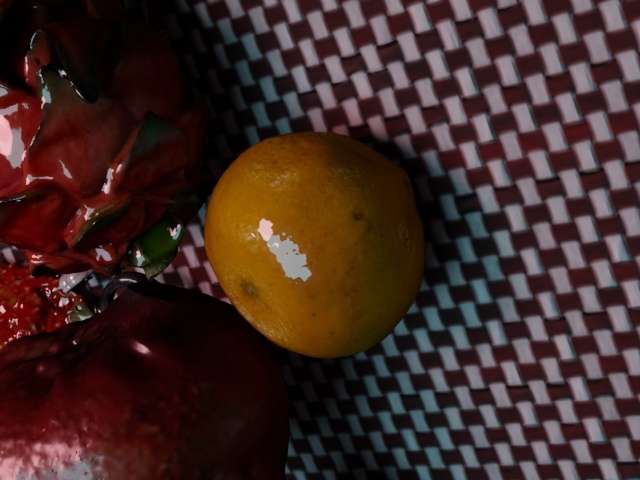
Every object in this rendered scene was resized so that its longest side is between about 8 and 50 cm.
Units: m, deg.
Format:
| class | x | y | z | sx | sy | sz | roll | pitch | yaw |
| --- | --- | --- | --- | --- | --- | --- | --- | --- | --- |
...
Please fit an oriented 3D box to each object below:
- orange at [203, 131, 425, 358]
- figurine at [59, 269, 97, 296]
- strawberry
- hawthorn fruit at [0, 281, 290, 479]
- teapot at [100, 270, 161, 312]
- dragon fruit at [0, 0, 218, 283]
| class | x | y | z | sx | sy | sz | roll | pitch | yaw |
| --- | --- | --- | --- | --- | --- | --- | --- | --- | --- |
| orange | 0.000 | 0.000 | 0.889 | 0.155 | 0.134 | 0.154 | 41 | 155 | 24 |
| figurine | -0.233 | -0.015 | 1.110 | 0.129 | 0.054 | 0.072 | 49 | 149 | -5 |
| strawberry | -0.279 | 0.112 | 1.175 | 0.236 | 0.107 | 0.175 | -19 | 101 | 43 |
| hawthorn fruit | -0.122 | 0.159 | 0.951 | 0.210 | 0.230 | 0.266 | 40 | 159 | 44 |
| teapot | -0.120 | 0.105 | 1.067 | 0.096 | 0.087 | 0.177 | -9 | 109 | 28 |
| dragon fruit | -0.174 | -0.093 | 0.925 | 0.193 | 0.192 | 0.274 | -30 | 82 | 52 |
